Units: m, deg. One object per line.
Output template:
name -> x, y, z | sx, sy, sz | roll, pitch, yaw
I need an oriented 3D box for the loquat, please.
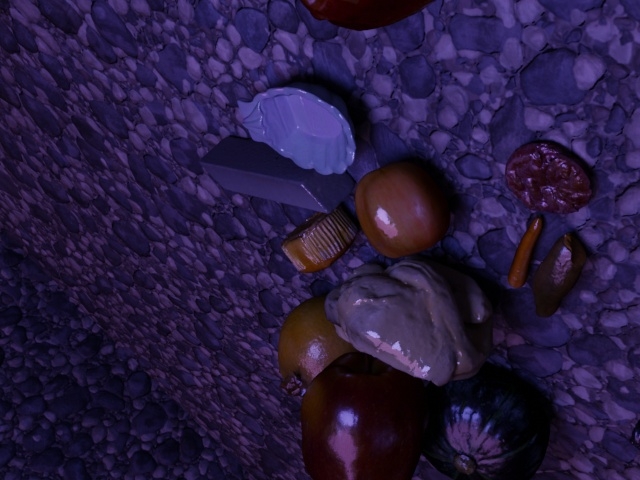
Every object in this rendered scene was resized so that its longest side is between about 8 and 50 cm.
loquat -> 0.011, 0.282, 1.951 | 0.274, 0.275, 0.275 | 27, 144, 22

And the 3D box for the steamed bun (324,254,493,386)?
steamed bun -> 0.185, 0.148, 1.622 | 0.324, 0.231, 0.372 | 17, -178, -9

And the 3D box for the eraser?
eraser -> -0.097, -0.147, 1.708 | 0.352, 0.111, 0.077 | 15, 140, 35

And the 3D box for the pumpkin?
pumpkin -> 0.354, 0.431, 1.776 | 0.315, 0.238, 0.315 | 20, 128, 27

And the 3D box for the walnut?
walnut -> 0.067, -0.434, 1.126 | 0.269, 0.222, 0.244 | -14, 127, 35

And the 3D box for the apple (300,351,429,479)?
apple -> 0.095, 0.398, 1.705 | 0.288, 0.288, 0.317 | 13, 99, 38

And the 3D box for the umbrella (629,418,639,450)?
umbrella -> 0.757, 0.434, 1.499 | 0.326, 0.094, 0.090 | 23, 170, 28

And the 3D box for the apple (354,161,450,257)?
apple -> 0.149, -0.062, 1.502 | 0.199, 0.199, 0.199 | 27, 144, 22

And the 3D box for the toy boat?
toy boat -> -0.031, -0.236, 1.549 | 0.290, 0.100, 0.199 | 14, 137, 35

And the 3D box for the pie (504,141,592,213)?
pie -> 0.383, -0.103, 1.328 | 0.154, 0.036, 0.154 | 26, 143, 21

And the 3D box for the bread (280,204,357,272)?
bread -> 0.000, 0.000, 1.756 | 0.114, 0.132, 0.190 | 51, 150, -13

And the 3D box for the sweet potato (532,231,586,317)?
sweet potato -> 0.430, 0.083, 1.456 | 0.077, 0.077, 0.244 | 30, 144, 19

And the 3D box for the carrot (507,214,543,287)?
carrot -> 0.383, 0.022, 1.470 | 0.037, 0.037, 0.190 | 27, 143, 22
